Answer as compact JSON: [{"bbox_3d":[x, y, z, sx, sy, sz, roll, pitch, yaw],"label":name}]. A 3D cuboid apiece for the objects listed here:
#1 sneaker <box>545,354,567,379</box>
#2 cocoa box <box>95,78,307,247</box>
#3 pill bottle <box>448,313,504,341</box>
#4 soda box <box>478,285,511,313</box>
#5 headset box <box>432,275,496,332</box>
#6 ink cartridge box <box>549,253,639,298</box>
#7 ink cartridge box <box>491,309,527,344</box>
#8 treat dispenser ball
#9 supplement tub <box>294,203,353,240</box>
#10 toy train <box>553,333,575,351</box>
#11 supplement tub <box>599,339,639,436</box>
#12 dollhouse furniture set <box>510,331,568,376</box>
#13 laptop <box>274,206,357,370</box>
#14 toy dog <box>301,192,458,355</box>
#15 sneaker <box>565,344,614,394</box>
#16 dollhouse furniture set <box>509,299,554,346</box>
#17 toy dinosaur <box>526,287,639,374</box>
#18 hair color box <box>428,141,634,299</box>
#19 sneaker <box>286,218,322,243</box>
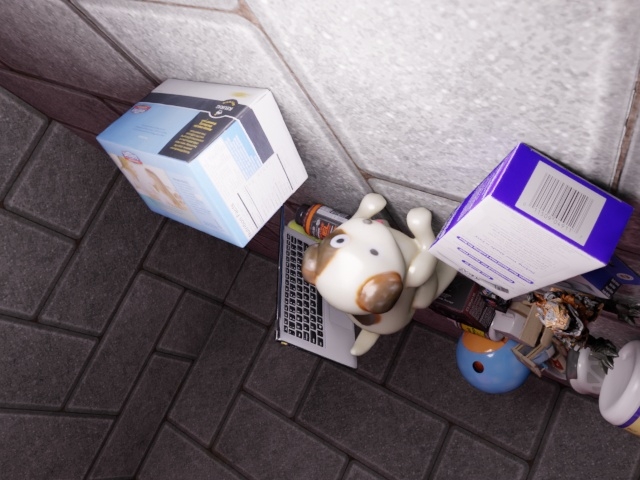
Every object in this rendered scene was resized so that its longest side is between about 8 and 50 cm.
[{"bbox_3d":[0.980,0.508,2.110,0.169,0.108,0.292,29,180,-25],"label":"sneaker"},{"bbox_3d":[-0.249,-0.175,1.081,0.347,0.228,0.232,19,148,38],"label":"cocoa box"},{"bbox_3d":[0.581,0.290,1.908,0.117,0.117,0.214,34,168,-40],"label":"pill bottle"},{"bbox_3d":[0.538,0.172,1.570,0.060,0.053,0.169,19,169,35],"label":"soda box"},{"bbox_3d":[0.453,0.196,1.761,0.218,0.110,0.293,19,168,41],"label":"headset box"},{"bbox_3d":[0.491,0.048,1.033,0.223,0.045,0.224,31,169,-26],"label":"ink cartridge box"},{"bbox_3d":[0.668,0.290,1.755,0.143,0.090,0.092,29,170,-22],"label":"ink cartridge box"},{"bbox_3d":[0.677,0.450,2.000,0.288,0.288,0.288,25,171,4],"label":"treat dispenser ball"},{"bbox_3d":[0.019,-0.050,1.595,0.197,0.106,0.106,22,170,24],"label":"supplement tub"},{"bbox_3d":[0.856,0.368,1.814,0.125,0.046,0.166,19,169,37],"label":"toy train"},{"bbox_3d":[0.938,0.429,1.322,0.331,0.241,0.241,23,170,16],"label":"supplement tub"},{"bbox_3d":[0.798,0.431,1.814,0.184,0.129,0.129,52,178,-25],"label":"dollhouse furniture set"},{"bbox_3d":[0.000,0.061,1.304,0.407,0.382,0.236,28,131,-28],"label":"laptop"},{"bbox_3d":[0.112,0.075,1.224,0.284,0.396,0.408,35,-178,24],"label":"toy dog"},{"bbox_3d":[0.981,0.431,1.595,0.447,0.169,0.257,22,165,-31],"label":"sneaker"},{"bbox_3d":[0.646,0.268,1.589,0.144,0.123,0.151,29,171,-14],"label":"dollhouse furniture set"},{"bbox_3d":[0.576,0.157,1.153,0.218,0.165,0.322,25,-146,18],"label":"toy dinosaur"},{"bbox_3d":[0.322,-0.011,0.856,0.185,0.110,0.339,32,165,5],"label":"hair color box"},{"bbox_3d":[0.073,-0.003,1.686,0.384,0.145,0.147,15,162,3],"label":"sneaker"}]
